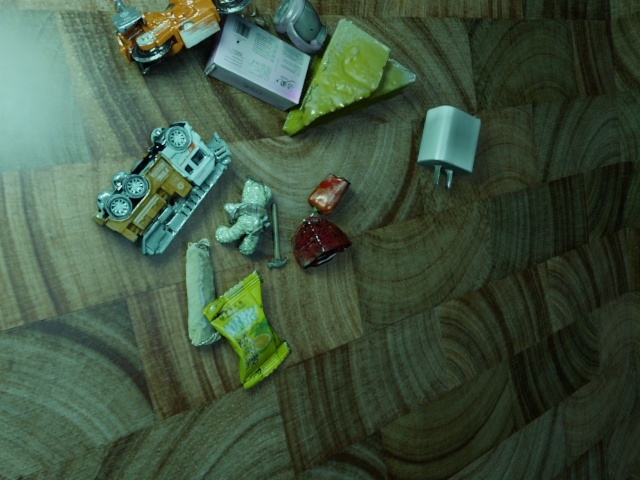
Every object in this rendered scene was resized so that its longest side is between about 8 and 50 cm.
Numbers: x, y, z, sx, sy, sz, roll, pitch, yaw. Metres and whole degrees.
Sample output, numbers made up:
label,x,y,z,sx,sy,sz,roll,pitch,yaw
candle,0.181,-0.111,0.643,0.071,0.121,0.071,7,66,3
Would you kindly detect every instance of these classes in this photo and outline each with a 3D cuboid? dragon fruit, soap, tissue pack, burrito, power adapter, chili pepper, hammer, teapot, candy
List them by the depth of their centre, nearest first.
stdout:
label,x,y,z,sx,sy,sz,roll,pitch,yaw
burrito,-0.308,0.132,1.162,0.082,0.059,0.276,-10,99,-41
tissue pack,-0.165,-0.465,1.194,0.246,0.092,0.149,19,81,-30
candy,-0.184,0.249,1.217,0.187,0.081,0.298,-39,120,-31
teapot,-0.043,-0.588,1.238,0.146,0.148,0.116,25,110,-39
hammer,-0.125,-0.014,1.286,0.062,0.017,0.182,-3,93,-31
soap,0.095,-0.399,1.310,0.304,0.169,0.339,27,79,-19
chili pepper,0.009,-0.117,1.321,0.084,0.086,0.192,38,84,1
dragon fruit,-0.002,0.001,1.326,0.161,0.120,0.127,-12,75,-46
power adapter,0.435,-0.305,1.542,0.186,0.124,0.256,13,87,-29

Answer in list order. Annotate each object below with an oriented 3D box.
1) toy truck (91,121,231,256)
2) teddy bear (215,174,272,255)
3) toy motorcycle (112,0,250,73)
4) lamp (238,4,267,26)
label,x,y,z,sx,sy,sz,roll,pitch,yaw
toy truck,-0.364,-0.137,1.076,0.184,0.132,0.338,45,73,-35
teddy bear,-0.187,-0.073,1.192,0.133,0.111,0.213,25,81,-33
toy motorcycle,-0.333,-0.532,1.049,0.325,0.221,0.148,-35,150,-9
lamp,-0.190,-0.587,1.210,0.083,0.031,0.063,-43,106,-24
